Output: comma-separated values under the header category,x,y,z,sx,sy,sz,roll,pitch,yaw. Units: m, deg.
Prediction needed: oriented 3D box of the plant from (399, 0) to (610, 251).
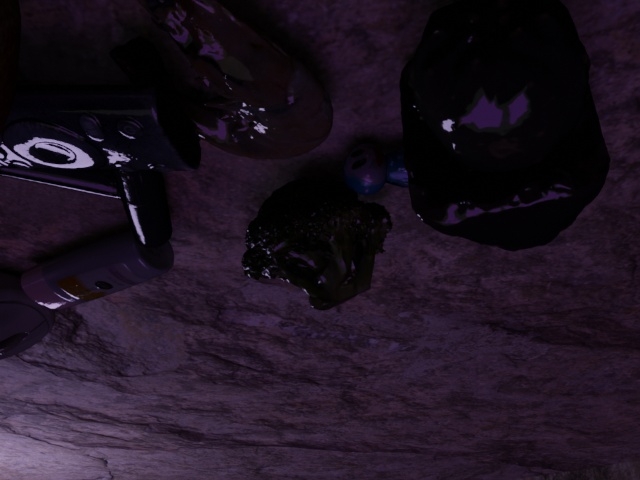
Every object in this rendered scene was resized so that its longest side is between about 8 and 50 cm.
category,x,y,z,sx,sy,sz,roll,pitch,yaw
plant,0.139,-0.082,0.511,0.141,0.165,0.256,-9,151,16

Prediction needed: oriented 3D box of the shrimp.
category,x,y,z,sx,sy,sz,roll,pitch,yaw
shrimp,-0.094,-0.135,0.522,0.145,0.059,0.254,-13,153,38

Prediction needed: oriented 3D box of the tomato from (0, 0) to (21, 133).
category,x,y,z,sx,sy,sz,roll,pitch,yaw
tomato,-0.316,-0.136,0.338,0.303,0.239,0.304,-8,141,-6

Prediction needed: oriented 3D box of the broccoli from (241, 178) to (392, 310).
category,x,y,z,sx,sy,sz,roll,pitch,yaw
broccoli,0.000,0.000,0.684,0.162,0.138,0.146,-18,169,-30

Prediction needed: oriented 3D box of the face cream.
category,x,y,z,sx,sy,sz,roll,pitch,yaw
face cream,-0.275,0.038,0.803,0.198,0.057,0.084,-19,144,27

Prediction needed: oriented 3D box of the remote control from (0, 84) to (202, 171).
category,x,y,z,sx,sy,sz,roll,pitch,yaw
remote control,-0.295,-0.093,0.548,0.377,0.044,0.107,3,163,9

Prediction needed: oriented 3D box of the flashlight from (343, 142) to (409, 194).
category,x,y,z,sx,sy,sz,roll,pitch,yaw
flashlight,0.086,-0.072,0.642,0.129,0.051,0.051,-3,150,-8

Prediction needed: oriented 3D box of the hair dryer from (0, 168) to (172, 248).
category,x,y,z,sx,sy,sz,roll,pitch,yaw
hair dryer,-0.255,-0.057,0.663,0.194,0.050,0.173,5,148,-2

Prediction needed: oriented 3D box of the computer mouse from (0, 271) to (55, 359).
category,x,y,z,sx,sy,sz,roll,pitch,yaw
computer mouse,-0.520,0.116,0.872,0.296,0.121,0.184,6,147,-9
